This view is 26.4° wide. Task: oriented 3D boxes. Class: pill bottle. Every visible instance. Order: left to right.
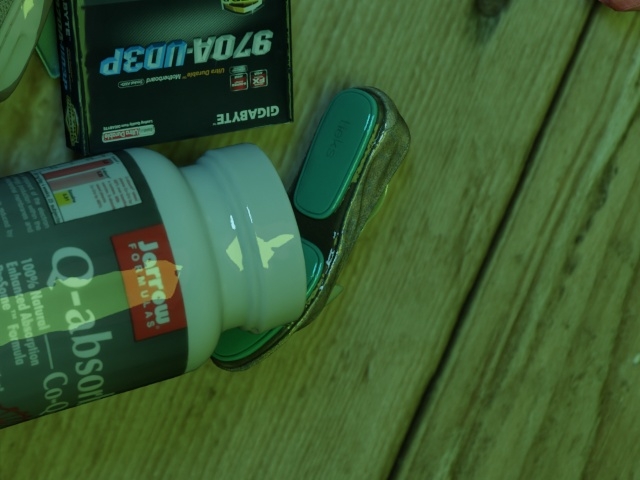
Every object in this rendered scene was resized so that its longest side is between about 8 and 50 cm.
[{"bbox_3d":[-0.211,0.036,1.194,0.362,0.210,0.210,-16,111,-18],"label":"pill bottle"}]

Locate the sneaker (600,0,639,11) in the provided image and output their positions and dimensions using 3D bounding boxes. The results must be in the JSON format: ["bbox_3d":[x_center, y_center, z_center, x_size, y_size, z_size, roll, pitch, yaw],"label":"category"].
[{"bbox_3d":[0.333,-0.381,1.401,0.136,0.116,0.314,-15,111,-20],"label":"sneaker"}]

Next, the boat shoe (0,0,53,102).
[{"bbox_3d":[-0.253,-0.284,1.117,0.110,0.121,0.341,18,98,-30],"label":"boat shoe"}]

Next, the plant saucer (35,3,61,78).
[{"bbox_3d":[-0.255,-0.242,1.209,0.067,0.018,0.192,-32,116,-14],"label":"plant saucer"}]

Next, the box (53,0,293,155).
[{"bbox_3d":[-0.132,-0.181,1.256,0.220,0.051,0.175,-11,110,-30],"label":"box"}]

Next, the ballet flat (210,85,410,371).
[{"bbox_3d":[0.000,0.000,1.364,0.316,0.107,0.106,-58,148,2],"label":"ballet flat"}]
